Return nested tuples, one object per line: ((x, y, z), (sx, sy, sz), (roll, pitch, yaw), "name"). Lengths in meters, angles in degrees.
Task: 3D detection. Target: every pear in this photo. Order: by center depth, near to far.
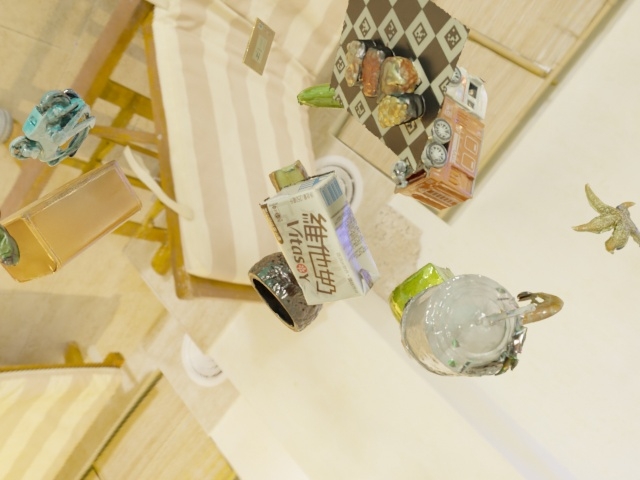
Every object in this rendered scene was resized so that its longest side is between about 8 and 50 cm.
((0.379, 0.242, 1.667), (0.238, 0.318, 0.342), (-41, 159, 14), "pear")

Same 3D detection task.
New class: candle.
((0.261, 0.152, 0.980), (0.187, 0.187, 0.330), (-41, 174, -12), "candle")

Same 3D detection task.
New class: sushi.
((0.090, -0.289, 0.899), (0.050, 0.290, 0.264), (-13, 139, -29), "sushi")

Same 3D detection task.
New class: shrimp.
((0.420, 0.144, 1.165), (0.178, 0.034, 0.124), (-21, -165, 13), "shrimp")

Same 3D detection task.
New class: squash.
((0.036, -0.339, 1.285), (0.066, 0.201, 0.066), (2, 90, -66), "squash")

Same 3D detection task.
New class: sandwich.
((-0.092, -0.191, 1.780), (0.122, 0.128, 0.236), (-28, 145, -4), "sandwich")

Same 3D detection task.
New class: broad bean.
((-0.599, -0.022, 0.975), (0.046, 0.195, 0.061), (-47, 173, 0), "broad bean")

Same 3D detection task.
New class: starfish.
((0.603, -0.049, 1.141), (0.208, 0.176, 0.053), (-12, 149, -35), "starfish")

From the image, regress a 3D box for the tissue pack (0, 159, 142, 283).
((-0.572, -0.045, 1.238), (0.194, 0.145, 0.274), (-16, -157, 36), "tissue pack")

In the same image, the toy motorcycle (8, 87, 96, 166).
((-0.824, -0.344, 1.705), (0.260, 0.154, 0.206), (-50, 159, 12), "toy motorcycle")

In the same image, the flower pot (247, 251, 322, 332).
((-0.059, 0.119, 1.792), (0.267, 0.266, 0.266), (-40, 152, -19), "flower pot")

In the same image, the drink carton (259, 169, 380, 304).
((0.000, -0.001, 1.462), (0.194, 0.324, 0.132), (-13, -161, 37), "drink carton")

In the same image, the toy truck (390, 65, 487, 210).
((0.346, -0.288, 1.518), (0.173, 0.207, 0.387), (-24, -133, 60), "toy truck")

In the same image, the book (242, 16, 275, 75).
((-0.223, -0.705, 1.995), (0.118, 0.012, 0.172), (19, 89, -59), "book")
